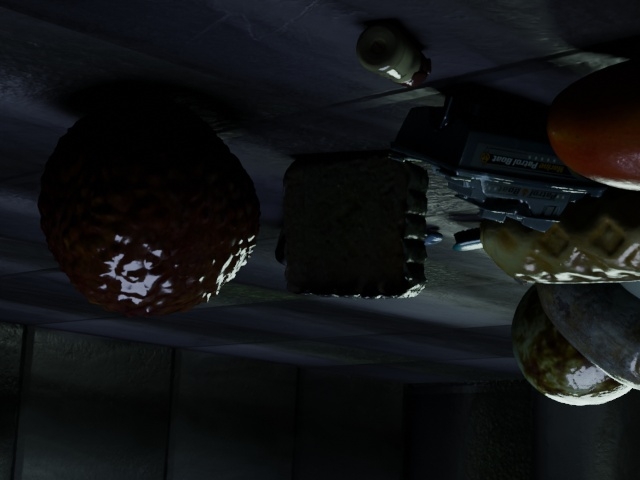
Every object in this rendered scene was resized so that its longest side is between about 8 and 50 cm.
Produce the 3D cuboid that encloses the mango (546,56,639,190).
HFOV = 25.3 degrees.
[{"bbox_3d":[0.351,-0.119,1.324,0.289,0.129,0.146,-16,158,35],"label":"mango"}]

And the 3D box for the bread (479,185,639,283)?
[{"bbox_3d":[0.336,-0.009,1.882,0.268,0.130,0.152,-4,172,37],"label":"bread"}]

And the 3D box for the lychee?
[{"bbox_3d":[-0.195,-0.035,1.607,0.261,0.260,0.260,3,169,1],"label":"lychee"}]

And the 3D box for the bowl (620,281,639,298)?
[{"bbox_3d":[0.537,0.038,2.018,0.289,0.146,0.289,3,170,1],"label":"bowl"}]

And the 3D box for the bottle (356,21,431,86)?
[{"bbox_3d":[0.073,-0.167,1.335,0.047,0.063,0.101,-31,160,17],"label":"bottle"}]

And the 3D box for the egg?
[{"bbox_3d":[0.458,0.151,2.397,0.238,0.238,0.289,13,151,-41],"label":"egg"}]

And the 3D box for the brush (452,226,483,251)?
[{"bbox_3d":[0.290,-0.015,2.131,0.193,0.032,0.043,-12,161,13],"label":"brush"}]

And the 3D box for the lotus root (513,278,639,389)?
[{"bbox_3d":[0.449,0.103,2.189,0.349,0.175,0.175,40,-179,18],"label":"lotus root"}]

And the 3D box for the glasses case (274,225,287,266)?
[{"bbox_3d":[0.000,0.000,2.145,0.122,0.075,0.314,6,169,-5],"label":"glasses case"}]

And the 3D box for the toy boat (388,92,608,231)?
[{"bbox_3d":[0.214,-0.079,1.566,0.296,0.122,0.114,9,-167,-41],"label":"toy boat"}]

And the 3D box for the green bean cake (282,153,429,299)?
[{"bbox_3d":[0.048,-0.015,1.801,0.173,0.181,0.094,-1,177,22],"label":"green bean cake"}]

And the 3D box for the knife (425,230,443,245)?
[{"bbox_3d":[0.139,0.012,2.343,0.044,0.019,0.313,4,171,-18],"label":"knife"}]
